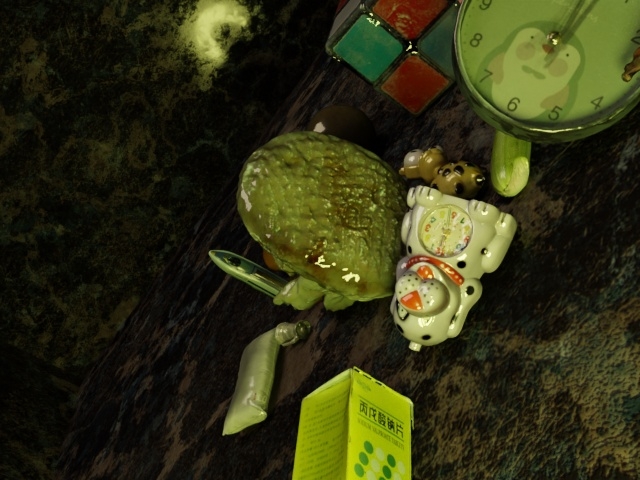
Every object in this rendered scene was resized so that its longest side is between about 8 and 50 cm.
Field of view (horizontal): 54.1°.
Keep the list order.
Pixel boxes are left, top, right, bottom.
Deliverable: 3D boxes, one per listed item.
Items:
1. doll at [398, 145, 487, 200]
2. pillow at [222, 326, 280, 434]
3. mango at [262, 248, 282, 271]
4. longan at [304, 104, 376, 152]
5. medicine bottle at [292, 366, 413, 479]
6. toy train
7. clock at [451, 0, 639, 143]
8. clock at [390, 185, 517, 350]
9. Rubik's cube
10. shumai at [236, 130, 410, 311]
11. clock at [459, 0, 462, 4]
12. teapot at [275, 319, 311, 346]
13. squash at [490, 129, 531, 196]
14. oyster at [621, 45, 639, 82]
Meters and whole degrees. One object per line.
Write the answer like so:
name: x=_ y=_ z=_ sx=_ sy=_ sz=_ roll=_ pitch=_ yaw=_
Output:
doll: x=0.246 y=-0.139 z=1.272 sx=0.117 sy=0.086 sz=0.291 roll=-16 pitch=19 yaw=-7
pillow: x=-0.160 y=0.328 z=1.481 sx=0.144 sy=0.078 sz=0.254 roll=-41 pitch=27 yaw=35
mango: x=-0.115 y=0.028 z=1.816 sx=0.115 sy=0.090 sz=0.178 roll=-38 pitch=35 yaw=23
longan: x=0.055 y=-0.276 z=1.720 sx=0.197 sy=0.196 sz=0.220 roll=-50 pitch=-20 yaw=16
medicine bottle: x=0.049 y=0.338 z=0.931 sx=0.141 sy=0.137 sz=0.250 roll=-41 pitch=27 yaw=34
toy train: x=-0.173 y=0.088 z=1.616 sx=0.048 sy=0.251 sz=0.055 roll=-27 pitch=37 yaw=59
clock: x=0.364 y=-0.314 z=0.972 sx=0.319 sy=0.318 sz=0.066 roll=-54 pitch=-14 yaw=5
clock: x=0.190 y=0.055 z=1.020 sx=0.254 sy=0.188 sz=0.189 roll=-66 pitch=22 yaw=-8
Rubik's cube: x=0.237 y=-0.566 z=1.589 sx=0.313 sy=0.318 sz=0.316 roll=-40 pitch=25 yaw=39
shumai: x=0.000 y=0.000 z=1.268 sx=0.323 sy=0.397 sz=0.324 roll=-57 pitch=8 yaw=54
clock: x=0.387 y=-0.412 z=1.116 sx=0.220 sy=0.255 sz=0.106 roll=-42 pitch=25 yaw=30
teapot: x=-0.063 y=0.217 z=1.471 sx=0.083 sy=0.057 sz=0.067 roll=-25 pitch=32 yaw=44
squash: x=0.345 y=-0.172 z=1.128 sx=0.069 sy=0.069 sz=0.239 roll=-31 pitch=32 yaw=48
oyster: x=0.556 y=-0.304 z=0.786 sx=0.361 sy=0.096 sz=0.221 roll=-45 pitch=42 yaw=9
